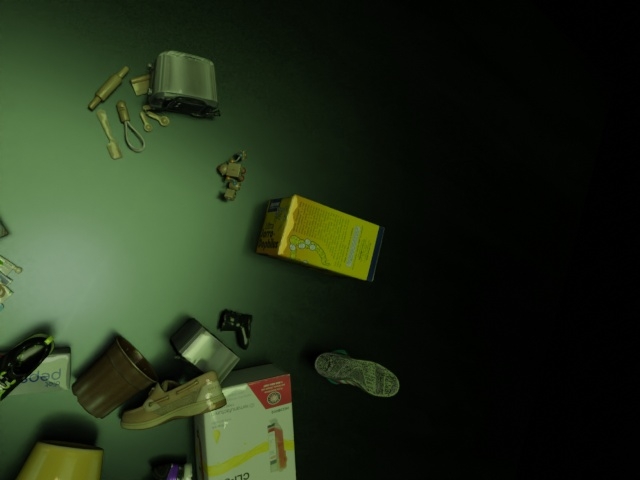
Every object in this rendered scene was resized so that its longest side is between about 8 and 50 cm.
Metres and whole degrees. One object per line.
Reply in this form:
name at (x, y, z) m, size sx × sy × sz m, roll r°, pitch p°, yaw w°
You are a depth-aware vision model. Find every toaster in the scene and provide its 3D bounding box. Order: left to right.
toaster at (-0.392, -0.456, 1.346) m, size 0.227 × 0.129 × 0.146 m, roll 0°, pitch 86°, yaw -35°
toaster at (-0.342, 0.327, 1.345) m, size 0.168 × 0.186 × 0.110 m, roll 46°, pitch 74°, yaw -20°

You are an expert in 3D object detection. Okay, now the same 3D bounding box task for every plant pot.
plant pot at (-0.663, 0.639, 1.148) m, size 0.254 × 0.254 × 0.239 m, roll 23°, pitch 64°, yaw -27°
plant pot at (-0.562, 0.379, 1.246) m, size 0.165 × 0.167 × 0.167 m, roll -42°, pitch 109°, yaw -14°

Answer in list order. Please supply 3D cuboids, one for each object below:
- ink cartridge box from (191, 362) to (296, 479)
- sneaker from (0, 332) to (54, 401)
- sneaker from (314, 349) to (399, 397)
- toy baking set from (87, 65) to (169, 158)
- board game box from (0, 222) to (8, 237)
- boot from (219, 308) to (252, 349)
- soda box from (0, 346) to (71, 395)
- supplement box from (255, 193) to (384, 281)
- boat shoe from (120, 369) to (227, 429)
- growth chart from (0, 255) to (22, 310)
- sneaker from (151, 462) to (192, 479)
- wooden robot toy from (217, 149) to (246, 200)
ink cartridge box at (-0.233, 0.607, 1.417) m, size 0.279 × 0.160 × 0.384 m, roll -4°, pitch 92°, yaw -29°
sneaker at (-0.733, 0.306, 1.073) m, size 0.084 × 0.097 × 0.234 m, roll 48°, pitch 66°, yaw -17°
sneaker at (0.119, 0.462, 1.600) m, size 0.295 × 0.178 × 0.124 m, roll 19°, pitch 80°, yaw 2°
toy baking set at (-0.551, -0.368, 1.317) m, size 0.197 × 0.030 × 0.256 m, roll 45°, pitch 70°, yaw -21°
board game box at (-0.885, -0.081, 1.069) m, size 0.165 × 0.042 × 0.243 m, roll -39°, pitch 120°, yaw -37°
boot at (-0.273, 0.283, 1.462) m, size 0.099 × 0.045 × 0.121 m, roll 14°, pitch 76°, yaw -30°
soda box at (-0.789, 0.332, 1.151) m, size 0.286 × 0.091 × 0.098 m, roll 3°, pitch 88°, yaw -29°
supplement box at (0.000, 0.000, 1.527) m, size 0.356 × 0.194 × 0.195 m, roll 18°, pitch 81°, yaw -27°
boat shoe at (-0.413, 0.439, 1.269) m, size 0.121 × 0.341 × 0.110 m, roll 11°, pitch 61°, yaw -70°
growth chart at (-0.873, 0.130, 1.146) m, size 0.172 × 0.021 × 0.237 m, roll 37°, pitch 74°, yaw -25°
sneaker at (-0.479, 0.790, 1.325) m, size 0.146 × 0.102 × 0.293 m, roll 18°, pitch 77°, yaw -24°
wooden robot toy at (-0.287, -0.213, 1.457) m, size 0.079 × 0.076 × 0.173 m, roll 11°, pitch 84°, yaw 7°
